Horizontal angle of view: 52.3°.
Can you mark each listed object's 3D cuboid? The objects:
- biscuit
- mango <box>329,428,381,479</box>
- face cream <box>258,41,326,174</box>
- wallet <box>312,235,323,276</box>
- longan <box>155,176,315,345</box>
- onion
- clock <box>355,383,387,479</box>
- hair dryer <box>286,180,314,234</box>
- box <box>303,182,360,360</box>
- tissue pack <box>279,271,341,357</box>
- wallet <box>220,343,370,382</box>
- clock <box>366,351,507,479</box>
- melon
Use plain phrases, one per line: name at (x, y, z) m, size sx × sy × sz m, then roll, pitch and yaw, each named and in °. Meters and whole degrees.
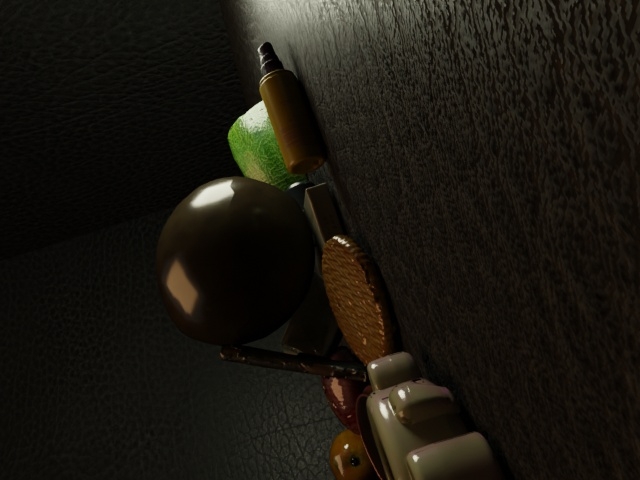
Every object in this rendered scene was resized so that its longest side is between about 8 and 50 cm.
biscuit at (0.066, 0.107, 1.146) m, size 0.254 × 0.035 × 0.253 m, roll 162°, pitch 90°, yaw -73°
mango at (0.132, 0.754, 2.179) m, size 0.317 × 0.173 × 0.211 m, roll 68°, pitch 180°, yaw -51°
face cream at (-0.068, -0.262, 1.253) m, size 0.078 × 0.078 × 0.273 m, roll 89°, pitch 162°, yaw -73°
wallet at (-0.030, 0.002, 2.027) m, size 0.222 × 0.036 × 0.167 m, roll -116°, pitch 10°, yaw -46°
longan at (-0.192, 0.040, 1.445) m, size 0.336 × 0.404 × 0.404 m, roll 27°, pitch -157°, yaw -32°
onion at (0.078, 0.357, 1.522) m, size 0.227 × 0.120 × 0.283 m, roll 59°, pitch -178°, yaw 3°
clock at (0.144, 0.396, 1.273) m, size 0.244 × 0.056 × 0.244 m, roll 163°, pitch 90°, yaw -71°
hair dryer at (-0.025, -0.065, 1.631) m, size 0.219 × 0.072 × 0.124 m, roll 55°, pitch -163°, yaw -78°
box at (0.045, 0.075, 1.365) m, size 0.204 × 0.051 × 0.365 m, roll 111°, pitch 141°, yaw -82°
tissue pack at (-0.006, 0.210, 1.595) m, size 0.124 × 0.201 × 0.271 m, roll 27°, pitch 165°, yaw 8°
wallet at (-0.034, 0.252, 1.332) m, size 0.169 × 0.317 × 0.044 m, roll 32°, pitch -116°, yaw -67°
clock at (0.146, 0.307, 0.822) m, size 0.309 × 0.114 × 0.283 m, roll -114°, pitch 6°, yaw -65°
melon at (-0.110, -0.200, 1.723) m, size 0.124 × 0.196 × 0.323 m, roll 1°, pitch -122°, yaw -58°
